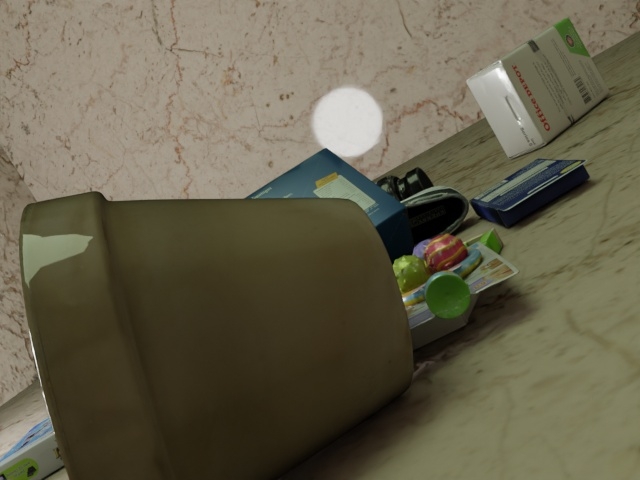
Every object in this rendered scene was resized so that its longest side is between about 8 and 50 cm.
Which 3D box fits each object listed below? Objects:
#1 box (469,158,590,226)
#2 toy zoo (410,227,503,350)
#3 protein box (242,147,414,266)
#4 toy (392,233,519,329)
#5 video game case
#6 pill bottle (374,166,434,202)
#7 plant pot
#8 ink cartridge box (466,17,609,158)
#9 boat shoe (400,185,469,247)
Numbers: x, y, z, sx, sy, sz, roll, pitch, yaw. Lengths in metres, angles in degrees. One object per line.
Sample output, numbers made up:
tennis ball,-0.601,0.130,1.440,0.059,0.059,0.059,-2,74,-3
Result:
box,0.310,-0.074,1.099,0.136,0.037,0.225,-31,5,3
toy zoo,0.107,0.080,0.886,0.192,0.030,0.293,-27,7,30
protein box,0.000,0.000,1.099,0.199,0.136,0.201,-34,46,-16
toy,0.122,0.031,0.799,0.136,0.056,0.237,-29,7,6
video game case,-0.461,0.349,1.367,0.244,0.061,0.269,-30,6,1
pill bottle,0.119,-0.051,1.444,0.219,0.123,0.123,-28,7,22
plant pot,-0.079,0.088,0.663,0.280,0.323,0.323,-15,3,-11
ink cartridge box,0.473,-0.330,1.594,0.272,0.198,0.114,-35,7,-32
boat shoe,0.107,0.000,1.223,0.301,0.108,0.102,-24,5,4
